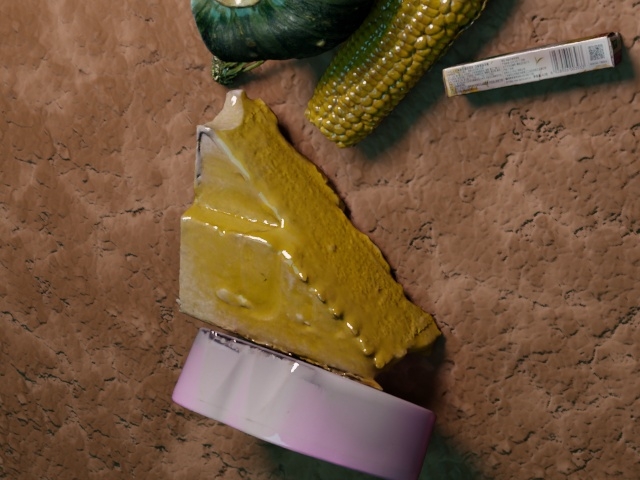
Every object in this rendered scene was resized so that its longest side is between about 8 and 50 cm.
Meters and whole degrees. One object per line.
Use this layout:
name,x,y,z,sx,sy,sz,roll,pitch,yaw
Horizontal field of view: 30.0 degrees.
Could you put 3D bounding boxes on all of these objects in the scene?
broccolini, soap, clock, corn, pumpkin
broccolini,-0.066,-0.236,1.538,0.194,0.052,0.054,-8,110,26
soap,0.000,0.000,1.534,0.339,0.169,0.304,19,126,16
clock,-0.021,0.214,1.554,0.339,0.338,0.102,18,84,17
corn,0.090,-0.240,1.434,0.115,0.115,0.318,43,121,3
pumpkin,-0.016,-0.353,1.356,0.197,0.263,0.292,3,108,17

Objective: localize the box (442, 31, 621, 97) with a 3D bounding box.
box,0.248,-0.207,1.407,0.207,0.050,0.041,-9,103,27
